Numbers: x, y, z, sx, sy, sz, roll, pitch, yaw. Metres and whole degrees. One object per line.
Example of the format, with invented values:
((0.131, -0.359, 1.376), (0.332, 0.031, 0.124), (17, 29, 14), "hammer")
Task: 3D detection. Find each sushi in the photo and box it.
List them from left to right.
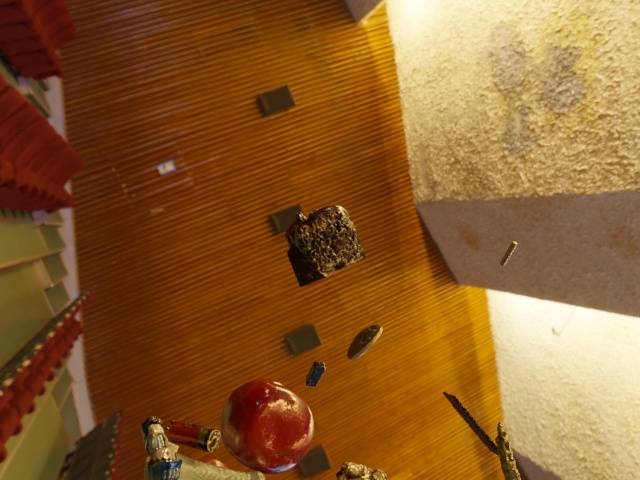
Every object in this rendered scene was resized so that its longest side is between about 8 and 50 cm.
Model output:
((0.001, 0.000, 1.723), (0.215, 0.227, 0.213), (-121, -171, -78), "sushi")

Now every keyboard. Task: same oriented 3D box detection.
((0.576, 0.694, 2.054), (0.310, 0.018, 0.101), (50, -13, -7), "keyboard")

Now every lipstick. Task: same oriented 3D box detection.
((0.630, 0.044, 1.822), (0.019, 0.018, 0.094), (52, -45, 41), "lipstick")

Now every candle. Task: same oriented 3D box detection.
((-0.282, 0.419, 1.173), (0.130, 0.052, 0.052), (4, -54, 24), "candle")

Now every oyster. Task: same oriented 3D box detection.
((0.144, 0.621, 1.408), (0.191, 0.081, 0.163), (25, 3, -28), "oyster")

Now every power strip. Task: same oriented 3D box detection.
((-0.017, 0.415, 1.690), (0.029, 0.037, 0.111), (-95, -159, -43), "power strip")

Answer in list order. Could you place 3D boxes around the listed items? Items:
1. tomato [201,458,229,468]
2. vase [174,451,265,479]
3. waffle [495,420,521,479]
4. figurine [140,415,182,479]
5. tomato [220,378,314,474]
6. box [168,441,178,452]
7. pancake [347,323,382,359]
((-0.289, 0.683, 1.494), (0.091, 0.139, 0.159), (1, -55, 28), "tomato")
((-0.226, 0.520, 1.163), (0.096, 0.219, 0.096), (-39, -141, 41), "vase")
((0.647, 0.767, 1.877), (0.204, 0.054, 0.224), (-89, 159, -55), "waffle")
((-0.321, 0.417, 1.058), (0.136, 0.079, 0.077), (42, -10, 36), "figurine")
((-0.187, 0.652, 1.925), (0.290, 0.324, 0.293), (-69, -165, -7), "tomato")
((-0.410, 0.566, 1.411), (0.054, 0.083, 0.024), (30, -46, -15), "box")
((0.149, 0.343, 1.844), (0.028, 0.158, 0.158), (46, -14, -9), "pancake")
